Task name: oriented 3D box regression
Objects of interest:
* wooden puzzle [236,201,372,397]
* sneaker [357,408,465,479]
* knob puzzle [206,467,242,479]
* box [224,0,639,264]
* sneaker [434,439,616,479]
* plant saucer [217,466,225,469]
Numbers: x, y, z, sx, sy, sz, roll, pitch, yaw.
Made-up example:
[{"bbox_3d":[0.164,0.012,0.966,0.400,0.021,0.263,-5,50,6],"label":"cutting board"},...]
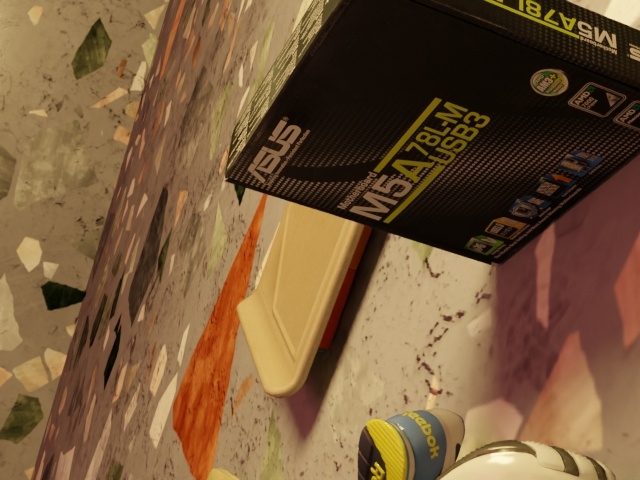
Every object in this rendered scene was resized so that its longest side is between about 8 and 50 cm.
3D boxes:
[{"bbox_3d":[0.000,0.000,0.971,0.239,0.044,0.221,-65,18,12],"label":"wooden puzzle"},{"bbox_3d":[0.052,0.156,0.651,0.053,0.059,0.144,49,144,33],"label":"sneaker"},{"bbox_3d":[-0.069,0.285,0.895,0.213,0.030,0.213,-20,67,61],"label":"knob puzzle"},{"bbox_3d":[0.064,-0.066,0.580,0.191,0.184,0.045,133,148,-53],"label":"box"},{"bbox_3d":[0.048,0.228,0.506,0.163,0.106,0.281,-95,28,-43],"label":"sneaker"},{"bbox_3d":[-0.100,0.281,1.044,0.119,0.021,0.119,-164,90,-73],"label":"plant saucer"}]
